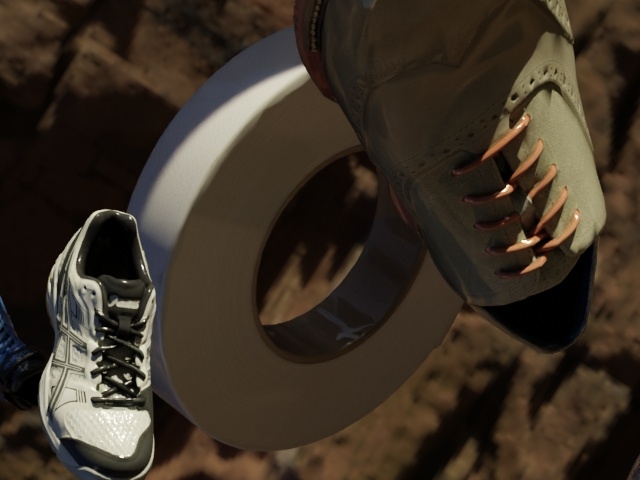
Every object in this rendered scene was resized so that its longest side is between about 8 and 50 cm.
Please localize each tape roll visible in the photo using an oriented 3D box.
[{"bbox_3d":[0.000,0.000,1.367,0.072,0.392,0.392,31,88,41],"label":"tape roll"}]

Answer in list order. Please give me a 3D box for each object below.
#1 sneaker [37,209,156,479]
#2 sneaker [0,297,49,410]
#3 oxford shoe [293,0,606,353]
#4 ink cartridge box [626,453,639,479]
[{"bbox_3d":[-0.061,0.028,0.441,0.037,0.031,0.083,-56,38,45],"label":"sneaker"},{"bbox_3d":[-0.292,0.093,1.449,0.058,0.084,0.152,-36,-48,-33],"label":"sneaker"},{"bbox_3d":[0.097,-0.055,0.838,0.140,0.146,0.397,-32,-26,4],"label":"oxford shoe"},{"bbox_3d":[0.296,0.170,1.234,0.104,0.061,0.181,-50,-9,18],"label":"ink cartridge box"}]
